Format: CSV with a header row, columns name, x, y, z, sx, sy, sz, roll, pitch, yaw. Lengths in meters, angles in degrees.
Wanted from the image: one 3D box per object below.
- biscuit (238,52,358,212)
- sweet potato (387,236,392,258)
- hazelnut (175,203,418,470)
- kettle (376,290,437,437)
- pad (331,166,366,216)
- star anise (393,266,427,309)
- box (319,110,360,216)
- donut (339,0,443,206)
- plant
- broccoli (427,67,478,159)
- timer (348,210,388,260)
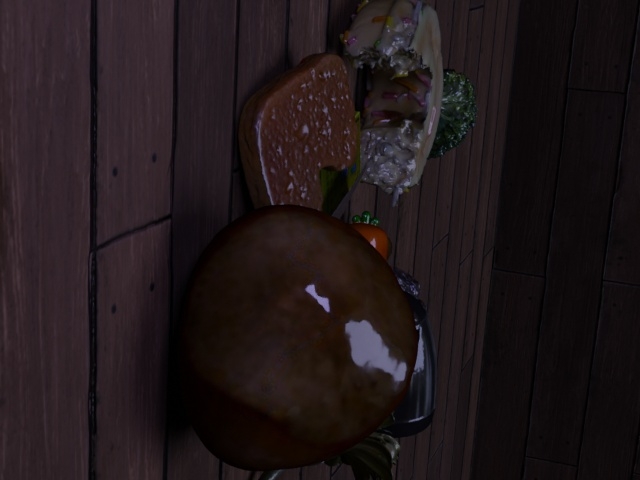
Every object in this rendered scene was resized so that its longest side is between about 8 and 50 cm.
name,x,y,z,sx,sy,sz,roll,pitch,yaw
biscuit,-0.025,-0.132,1.697,0.277,0.052,0.262,-46,128,-43
sweet potato,0.114,0.044,2.288,0.249,0.060,0.069,95,-11,-54
hazelnut,-0.042,0.136,1.486,0.366,0.366,0.365,9,90,-72
kettle,0.143,0.213,2.194,0.251,0.207,0.271,-54,152,-61
pad,0.000,0.000,1.853,0.266,0.002,0.176,-56,175,-38
star anise,0.190,0.174,2.533,0.209,0.089,0.231,-38,122,-54
box,0.009,-0.120,1.889,0.220,0.064,0.140,-52,146,-53
donut,0.133,-0.287,2.049,0.307,0.150,0.371,-59,152,-50
plant,-0.014,0.324,1.915,0.306,0.297,0.261,48,7,-12
broccoli,0.242,-0.289,2.405,0.219,0.194,0.194,-52,154,-12
timer,0.079,0.005,2.115,0.136,0.099,0.136,0,90,-82
